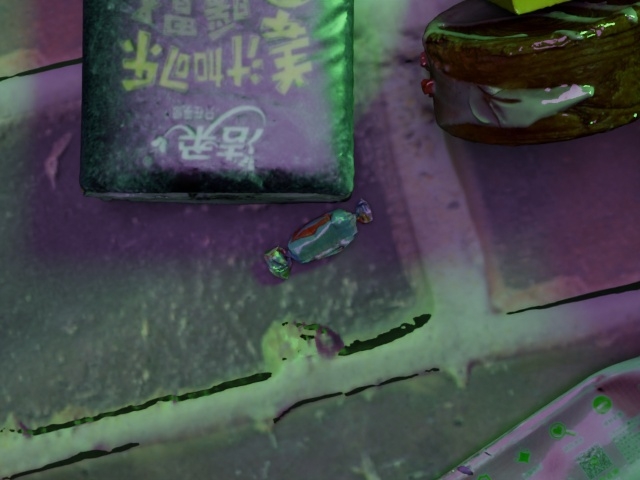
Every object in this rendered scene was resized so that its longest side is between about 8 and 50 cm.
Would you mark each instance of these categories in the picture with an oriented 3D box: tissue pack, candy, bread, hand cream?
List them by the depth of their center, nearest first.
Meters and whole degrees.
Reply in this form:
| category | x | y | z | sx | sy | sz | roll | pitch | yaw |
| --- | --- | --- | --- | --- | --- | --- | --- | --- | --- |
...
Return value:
| category | x | y | z | sx | sy | sz | roll | pitch | yaw |
| --- | --- | --- | --- | --- | --- | --- | --- | --- | --- |
| bread | 0.143 | -0.117 | 0.726 | 0.160 | 0.160 | 0.073 | -14 | 114 | 2 |
| tissue pack | -0.068 | -0.155 | 0.770 | 0.185 | 0.081 | 0.257 | 1 | 89 | 3 |
| hand cream | 0.177 | 0.151 | 0.777 | 0.275 | 0.050 | 0.079 | -35 | 62 | 6 |
| candy | 0.000 | 0.001 | 0.794 | 0.083 | 0.020 | 0.030 | -27 | 115 | 0 |

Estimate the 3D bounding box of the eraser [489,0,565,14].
| category | x | y | z | sx | sy | sz | roll | pitch | yaw |
| --- | --- | --- | --- | --- | --- | --- | --- | --- | --- |
| eraser | 0.148 | -0.190 | 0.737 | 0.097 | 0.122 | 0.045 | -18 | 115 | -5 |
